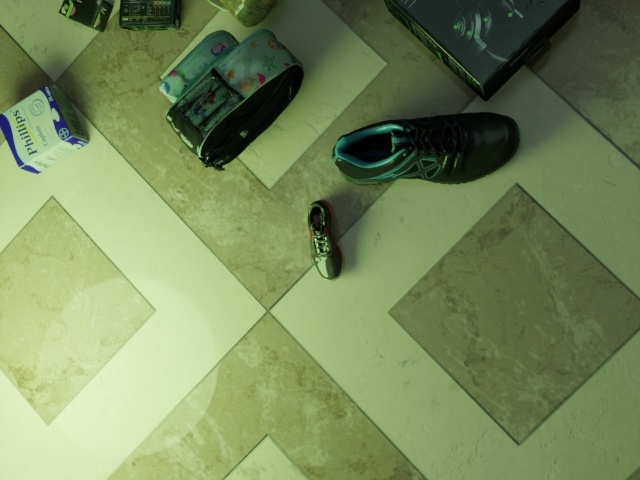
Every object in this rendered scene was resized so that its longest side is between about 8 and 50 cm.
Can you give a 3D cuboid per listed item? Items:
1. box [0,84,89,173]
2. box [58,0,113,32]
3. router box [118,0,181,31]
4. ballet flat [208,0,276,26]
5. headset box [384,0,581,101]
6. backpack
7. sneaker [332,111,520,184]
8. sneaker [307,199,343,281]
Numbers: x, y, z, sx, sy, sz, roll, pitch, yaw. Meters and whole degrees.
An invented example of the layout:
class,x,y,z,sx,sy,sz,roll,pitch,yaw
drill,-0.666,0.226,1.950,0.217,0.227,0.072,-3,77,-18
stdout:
class,x,y,z,sx,sy,sz,roll,pitch,yaw
box,-0.568,-0.226,1.821,0.137,0.072,0.126,-29,80,11
box,-0.479,-0.473,1.824,0.083,0.052,0.062,24,94,13
router box,-0.344,-0.473,1.798,0.122,0.038,0.092,2,88,13
ballet flat,-0.225,-0.547,1.745,0.348,0.123,0.123,45,97,14
headset box,0.294,-0.427,1.593,0.246,0.131,0.283,-46,78,7
backpack,-0.158,-0.277,1.649,0.253,0.225,0.191,-38,84,5
sneaker,0.187,-0.162,1.600,0.340,0.139,0.125,-10,83,12
sneaker,0.000,0.000,1.674,0.061,0.065,0.158,-15,83,12
